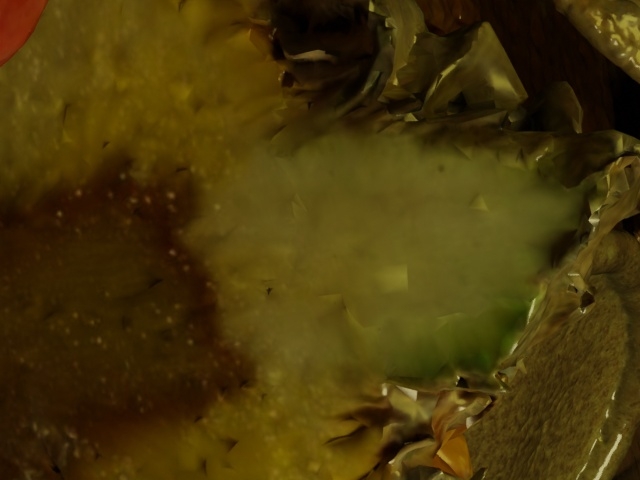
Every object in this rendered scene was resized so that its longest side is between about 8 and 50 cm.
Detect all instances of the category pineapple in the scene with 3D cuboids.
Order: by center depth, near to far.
[{"bbox_3d":[0.003,-0.001,0.573,0.209,0.286,0.344,-24,99,-57],"label":"pineapple"}]

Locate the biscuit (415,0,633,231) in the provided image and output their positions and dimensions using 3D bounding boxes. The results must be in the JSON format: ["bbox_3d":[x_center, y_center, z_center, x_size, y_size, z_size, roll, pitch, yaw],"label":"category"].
[{"bbox_3d":[0.067,-0.124,0.921,0.350,0.070,0.394,22,61,-62],"label":"biscuit"}]

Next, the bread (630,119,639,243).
[{"bbox_3d":[0.265,-0.048,1.099,0.344,0.149,0.195,-34,118,-64],"label":"bread"}]

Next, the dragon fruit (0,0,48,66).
[{"bbox_3d":[-0.187,-0.073,0.338,0.305,0.226,0.305,26,59,-54],"label":"dragon fruit"}]

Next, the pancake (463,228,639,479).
[{"bbox_3d":[0.092,0.085,0.838,0.199,0.021,0.199,-32,137,-36],"label":"pancake"}]

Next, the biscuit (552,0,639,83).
[{"bbox_3d":[0.160,-0.144,0.900,0.220,0.033,0.220,22,48,-26],"label":"biscuit"}]
